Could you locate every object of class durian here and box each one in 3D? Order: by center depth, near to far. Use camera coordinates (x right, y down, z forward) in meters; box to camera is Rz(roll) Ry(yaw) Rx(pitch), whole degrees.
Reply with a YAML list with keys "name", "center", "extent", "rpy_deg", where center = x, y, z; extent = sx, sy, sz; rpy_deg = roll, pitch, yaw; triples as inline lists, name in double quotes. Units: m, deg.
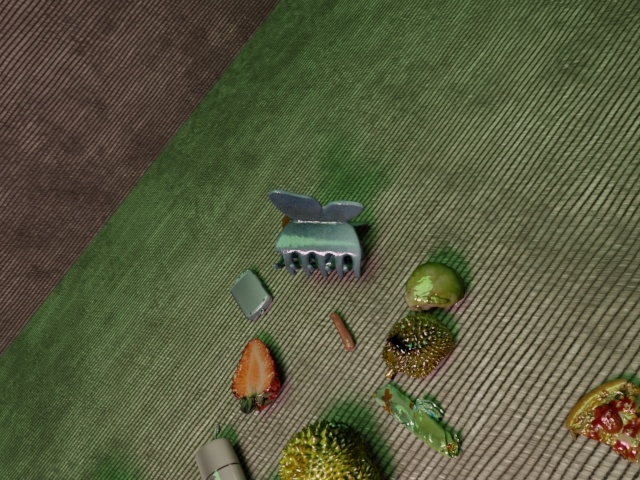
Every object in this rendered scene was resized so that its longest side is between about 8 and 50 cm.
- name: "durian"
  center: [0.032, 0.610, 1.179]
  extent: [0.291, 0.291, 0.224]
  rpy_deg: [7, 72, 38]
- name: "durian"
  center: [0.259, 0.309, 1.275]
  extent: [0.237, 0.138, 0.193]
  rpy_deg: [-49, 47, 2]

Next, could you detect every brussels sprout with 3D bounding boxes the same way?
- name: "brussels sprout"
  center: [0.340, 0.141, 1.318]
  extent: [0.184, 0.131, 0.145]
  rpy_deg: [-9, 65, 10]

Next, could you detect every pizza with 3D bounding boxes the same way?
- name: "pizza"
  center: [0.676, 0.422, 0.966]
  extent: [0.188, 0.062, 0.199]
  rpy_deg: [-47, 48, 6]

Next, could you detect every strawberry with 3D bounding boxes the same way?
- name: "strawberry"
  center: [-0.215, 0.489, 1.534]
  extent: [0.188, 0.106, 0.286]
  rpy_deg: [-23, 40, 17]

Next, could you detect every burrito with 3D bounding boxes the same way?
- name: "burrito"
  center: [0.274, 0.487, 1.219]
  extent: [0.288, 0.054, 0.104]
  rpy_deg: [30, 81, 44]

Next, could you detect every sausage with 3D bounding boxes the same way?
- name: "sausage"
  center: [0.073, 0.304, 1.479]
  extent: [0.042, 0.036, 0.157]
  rpy_deg: [-33, 48, 0]

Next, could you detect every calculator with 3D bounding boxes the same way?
- name: "calculator"
  center: [-0.286, 0.218, 1.776]
  extent: [0.141, 0.045, 0.246]
  rpy_deg: [-47, 47, 3]

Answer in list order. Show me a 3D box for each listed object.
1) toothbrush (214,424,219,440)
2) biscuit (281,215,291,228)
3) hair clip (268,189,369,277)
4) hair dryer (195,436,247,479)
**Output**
- name: "toothbrush"
  center: [-0.375, 0.757, 1.540]
  extent: [0.017, 0.014, 0.194]
  rpy_deg: [-16, 55, 24]
- name: "biscuit"
  center: [-0.063, -0.021, 1.764]
  extent: [0.209, 0.041, 0.290]
  rpy_deg: [-34, 54, 13]
- name: "hair clip"
  center: [0.000, 0.000, 1.521]
  extent: [0.319, 0.392, 0.238]
  rpy_deg: [3, 77, 9]
- name: "hair dryer"
  center: [-0.400, 0.847, 1.428]
  extent: [0.362, 0.128, 0.203]
  rpy_deg: [-45, 51, 7]
